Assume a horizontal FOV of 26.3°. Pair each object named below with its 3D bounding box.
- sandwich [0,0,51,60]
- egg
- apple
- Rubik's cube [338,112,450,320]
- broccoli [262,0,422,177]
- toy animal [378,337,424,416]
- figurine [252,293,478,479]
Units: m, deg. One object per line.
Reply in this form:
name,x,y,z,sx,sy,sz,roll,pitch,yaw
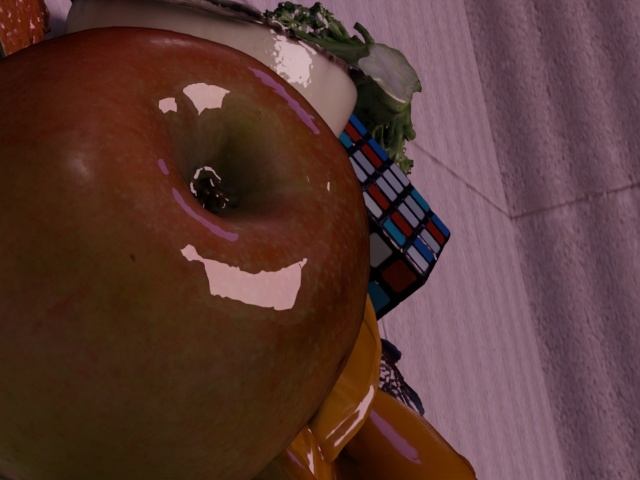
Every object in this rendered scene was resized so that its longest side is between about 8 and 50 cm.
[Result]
sandwich,-0.267,-0.199,1.006,0.159,0.079,0.235,-72,148,-77
egg,-0.112,-0.107,1.190,0.286,0.264,0.174,-166,-86,-74
apple,-0.114,0.015,0.884,0.319,0.277,0.319,12,69,-32
Rubik's cube,0.000,0.000,1.392,0.184,0.182,0.187,48,20,-5
broccoli,0.014,-0.156,1.598,0.269,0.242,0.261,38,53,-17
toy animal,0.043,0.139,1.606,0.218,0.116,0.179,-61,135,-56
figurine,0.006,0.240,1.151,0.387,0.268,0.401,23,39,-47
